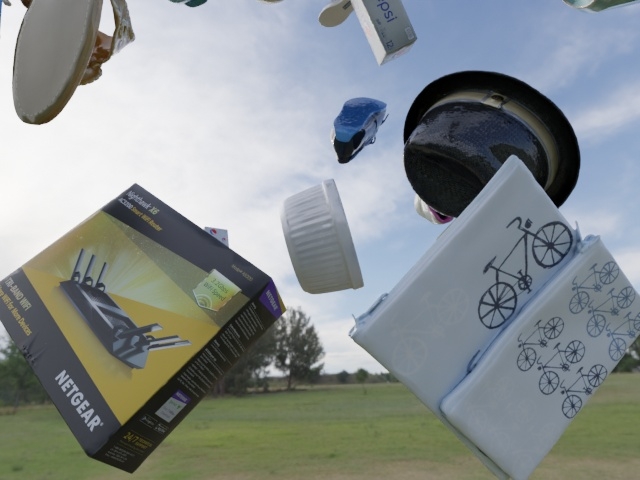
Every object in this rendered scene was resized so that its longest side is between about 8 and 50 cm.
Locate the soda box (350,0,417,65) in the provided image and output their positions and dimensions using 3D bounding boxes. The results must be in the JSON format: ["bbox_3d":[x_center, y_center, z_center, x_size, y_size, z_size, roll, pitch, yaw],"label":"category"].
[{"bbox_3d":[0.138,-0.607,1.055,0.091,0.286,0.098,-26,5,1],"label":"soda box"}]

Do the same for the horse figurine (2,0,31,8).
[{"bbox_3d":[-0.706,-0.657,1.096,0.066,0.263,0.174,6,-33,48],"label":"horse figurine"}]

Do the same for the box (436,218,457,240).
[{"bbox_3d":[0.534,0.086,1.233,0.279,0.177,0.290,26,-29,47],"label":"box"}]

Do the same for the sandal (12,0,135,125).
[{"bbox_3d":[-0.194,-0.208,0.365,0.088,0.240,0.079,5,-2,22],"label":"sandal"}]

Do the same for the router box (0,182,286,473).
[{"bbox_3d":[-0.237,0.078,0.528,0.308,0.243,0.081,29,-28,31],"label":"router box"}]

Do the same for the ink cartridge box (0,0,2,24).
[{"bbox_3d":[-0.586,-0.349,0.558,0.171,0.168,0.232,-12,-13,41],"label":"ink cartridge box"}]

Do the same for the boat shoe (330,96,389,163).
[{"bbox_3d":[0.075,-0.251,0.925,0.109,0.258,0.089,20,-51,19],"label":"boat shoe"}]

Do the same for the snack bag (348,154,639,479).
[{"bbox_3d":[0.252,0.106,0.537,0.342,0.323,0.037,45,-6,-15],"label":"snack bag"}]

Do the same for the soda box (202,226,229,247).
[{"bbox_3d":[-0.355,0.041,1.284,0.073,0.069,0.216,7,-32,-32],"label":"soda box"}]

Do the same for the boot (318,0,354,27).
[{"bbox_3d":[0.074,-0.724,1.251,0.190,0.086,0.069,-12,-32,43],"label":"boot"}]

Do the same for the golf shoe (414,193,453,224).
[{"bbox_3d":[0.289,-0.181,0.962,0.115,0.306,0.140,-2,20,2],"label":"golf shoe"}]

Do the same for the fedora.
[{"bbox_3d":[0.270,-0.132,0.757,0.152,0.334,0.334,-41,1,-32],"label":"fedora"}]

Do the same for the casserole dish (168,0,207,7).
[{"bbox_3d":[-0.243,-0.475,0.671,0.114,0.037,0.188,-14,-47,9],"label":"casserole dish"}]

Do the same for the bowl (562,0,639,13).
[{"bbox_3d":[0.688,-0.692,1.011,0.163,0.312,0.311,-32,-26,5],"label":"bowl"}]

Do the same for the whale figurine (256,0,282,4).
[{"bbox_3d":[-0.177,-0.805,1.152,0.141,0.216,0.272,21,-30,43],"label":"whale figurine"}]

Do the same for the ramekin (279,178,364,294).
[{"bbox_3d":[0.000,0.000,0.758,0.109,0.207,0.207,-16,-22,2],"label":"ramekin"}]
